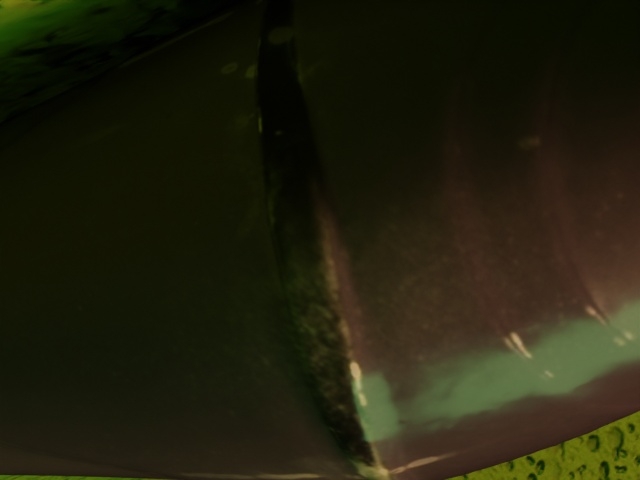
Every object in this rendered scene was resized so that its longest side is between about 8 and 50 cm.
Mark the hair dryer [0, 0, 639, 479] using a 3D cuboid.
[{"bbox_3d":[0.000,0.000,0.583,0.301,0.121,0.361,-12,180,19],"label":"hair dryer"}]
